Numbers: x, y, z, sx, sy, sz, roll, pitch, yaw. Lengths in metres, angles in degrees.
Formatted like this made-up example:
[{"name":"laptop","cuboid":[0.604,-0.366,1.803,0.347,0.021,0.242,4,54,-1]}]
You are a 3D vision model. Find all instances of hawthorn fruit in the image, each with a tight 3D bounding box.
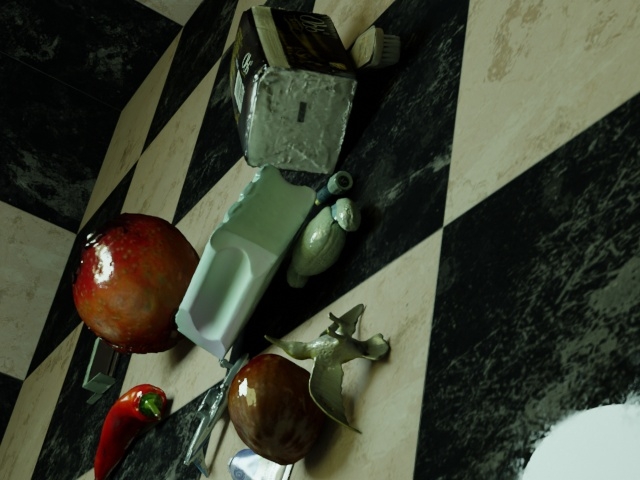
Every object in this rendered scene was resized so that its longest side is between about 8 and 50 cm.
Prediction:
[{"name":"hawthorn fruit","cuboid":[-0.388,0.084,2.149,0.316,0.316,0.316,-50,25,34]}]

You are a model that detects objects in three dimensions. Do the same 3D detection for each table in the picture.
[{"name":"table","cuboid":[-0.568,0.324,2.641,0.175,0.062,0.146,-39,32,43]}]

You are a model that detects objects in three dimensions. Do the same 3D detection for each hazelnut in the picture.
[{"name":"hazelnut","cuboid":[-0.064,0.238,1.415,0.143,0.154,0.143,-13,46,13]}]

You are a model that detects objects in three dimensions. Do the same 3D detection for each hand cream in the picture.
[{"name":"hand cream","cuboid":[-0.091,0.342,1.515,0.142,0.053,0.084,-6,59,54]}]

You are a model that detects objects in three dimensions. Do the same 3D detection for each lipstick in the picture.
[{"name":"lipstick","cuboid":[0.016,-0.086,1.763,0.116,0.037,0.037,-32,38,61]}]

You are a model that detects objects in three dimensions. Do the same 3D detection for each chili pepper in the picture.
[{"name":"chili pepper","cuboid":[-0.397,0.393,2.151,0.368,0.091,0.137,-52,42,46]}]

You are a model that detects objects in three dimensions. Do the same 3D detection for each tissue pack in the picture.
[{"name":"tissue pack","cuboid":[-0.062,-0.290,1.900,0.370,0.198,0.210,-104,28,-59]}]

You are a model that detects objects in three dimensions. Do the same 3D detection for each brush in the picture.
[{"name":"brush","cuboid":[0.082,-0.330,1.865,0.327,0.065,0.070,-178,93,-77]}]

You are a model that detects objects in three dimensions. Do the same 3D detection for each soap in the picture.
[{"name":"soap","cuboid":[-0.142,0.055,1.748,0.208,0.115,0.347,-57,-2,-42]}]

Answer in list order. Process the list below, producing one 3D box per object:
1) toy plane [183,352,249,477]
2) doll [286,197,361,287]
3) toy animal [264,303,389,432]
[{"name":"toy plane","cuboid":[-0.184,0.294,1.767,0.226,0.058,0.226,129,161,-73]},{"name":"doll","cuboid":[0.000,0.000,1.645,0.214,0.071,0.104,-51,25,42]},{"name":"toy animal","cuboid":[0.008,0.136,1.385,0.219,0.155,0.095,-75,13,-47]}]
